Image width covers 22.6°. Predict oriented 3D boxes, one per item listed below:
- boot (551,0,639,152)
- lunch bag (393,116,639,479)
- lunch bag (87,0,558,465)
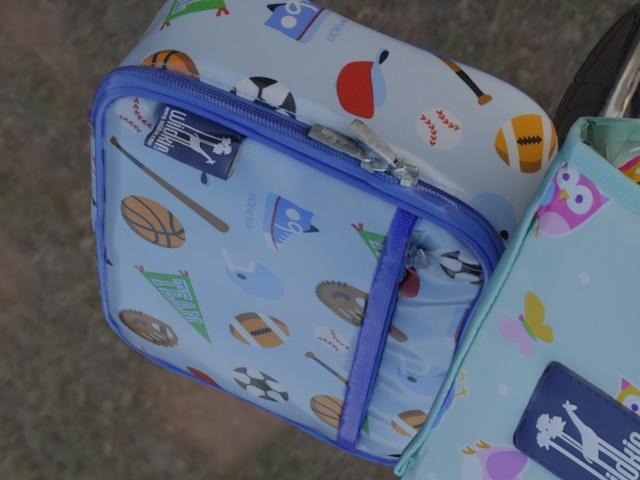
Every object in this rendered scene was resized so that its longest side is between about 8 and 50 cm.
[{"bbox_3d":[0.326,0.006,1.411,0.284,0.377,0.138,19,174,-8],"label":"boot"},{"bbox_3d":[0.179,0.083,0.680,0.262,0.160,0.223,18,119,-7],"label":"lunch bag"},{"bbox_3d":[0.000,0.000,0.864,0.243,0.115,0.303,26,150,9],"label":"lunch bag"}]
